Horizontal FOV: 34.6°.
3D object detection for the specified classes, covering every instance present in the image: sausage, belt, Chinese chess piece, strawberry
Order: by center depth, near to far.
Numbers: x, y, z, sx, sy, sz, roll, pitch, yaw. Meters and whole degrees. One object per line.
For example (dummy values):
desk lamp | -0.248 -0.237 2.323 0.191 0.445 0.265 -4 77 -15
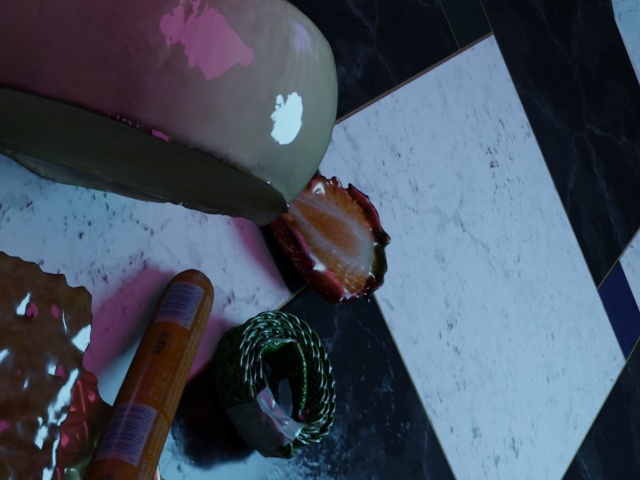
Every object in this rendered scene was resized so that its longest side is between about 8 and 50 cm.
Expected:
Chinese chess piece | -0.154 -0.124 0.812 0.338 0.338 0.141 24 76 -46
sausage | -0.147 0.131 0.898 0.053 0.053 0.348 53 26 -25
belt | -0.050 0.152 1.058 0.121 0.079 0.151 -5 69 -43
strawberry | 0.000 0.000 1.179 0.187 0.082 0.147 37 43 -31

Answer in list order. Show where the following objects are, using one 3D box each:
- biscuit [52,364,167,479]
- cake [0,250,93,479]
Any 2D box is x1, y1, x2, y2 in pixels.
biscuit | -0.188 0.262 0.856 0.204 0.040 0.309 -44 111 -51
cake | -0.313 0.115 0.541 0.255 0.290 0.282 40 46 -38
